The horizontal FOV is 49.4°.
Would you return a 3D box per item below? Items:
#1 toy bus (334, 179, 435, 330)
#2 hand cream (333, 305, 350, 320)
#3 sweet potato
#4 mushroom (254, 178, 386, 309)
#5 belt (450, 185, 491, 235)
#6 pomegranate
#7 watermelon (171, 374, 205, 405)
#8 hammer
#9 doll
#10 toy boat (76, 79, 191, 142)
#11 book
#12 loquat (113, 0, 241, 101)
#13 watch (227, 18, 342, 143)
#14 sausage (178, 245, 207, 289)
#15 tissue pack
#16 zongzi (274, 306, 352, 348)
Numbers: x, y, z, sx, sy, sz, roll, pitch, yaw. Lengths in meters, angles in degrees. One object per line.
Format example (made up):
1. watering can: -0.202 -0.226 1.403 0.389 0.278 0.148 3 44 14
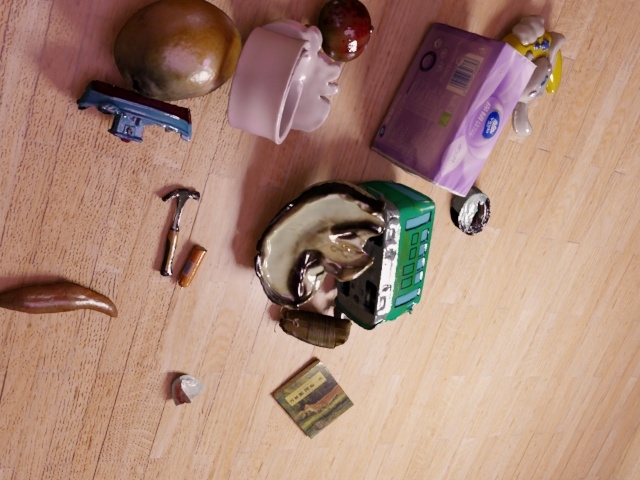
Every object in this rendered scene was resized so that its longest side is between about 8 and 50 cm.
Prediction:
1. toy bus: 0.161 0.027 1.708 0.199 0.183 0.344 -13 122 -33
2. hand cream: 0.147 0.164 1.860 0.255 0.055 0.088 -13 125 -33
3. sweet potato: -0.523 0.122 1.415 0.255 0.058 0.078 9 126 -37
4. mushroom: 0.000 0.000 1.580 0.247 0.130 0.344 30 118 -11
5. belt: 0.404 -0.081 1.879 0.105 0.058 0.140 -17 126 -17
6. pomegranate: 0.030 -0.436 1.420 0.159 0.129 0.130 5 112 -24
7. watermelon: -0.319 0.361 1.661 0.085 0.061 0.085 -21 133 -24
8. hammer: -0.317 -0.016 1.489 0.078 0.021 0.201 5 110 -34
9. doll: 0.520 -0.421 1.736 0.237 0.111 0.252 36 84 -40
10. toy boat: -0.344 -0.228 1.308 0.223 0.100 0.097 13 98 -34
11. book: -0.016 0.439 1.916 0.160 0.024 0.228 -37 129 -7
12. loquat: -0.258 -0.345 1.257 0.227 0.179 0.179 -18 123 -27
13. watch: -0.075 -0.283 1.346 0.195 0.231 0.244 17 134 3
14. sausage: -0.288 0.062 1.543 0.031 0.031 0.107 21 104 -38
15. tissue pack: 0.294 -0.293 1.580 0.160 0.242 0.339 17 105 -40
16. zongzi: -0.025 0.230 1.786 0.187 0.184 0.084 15 74 -3
